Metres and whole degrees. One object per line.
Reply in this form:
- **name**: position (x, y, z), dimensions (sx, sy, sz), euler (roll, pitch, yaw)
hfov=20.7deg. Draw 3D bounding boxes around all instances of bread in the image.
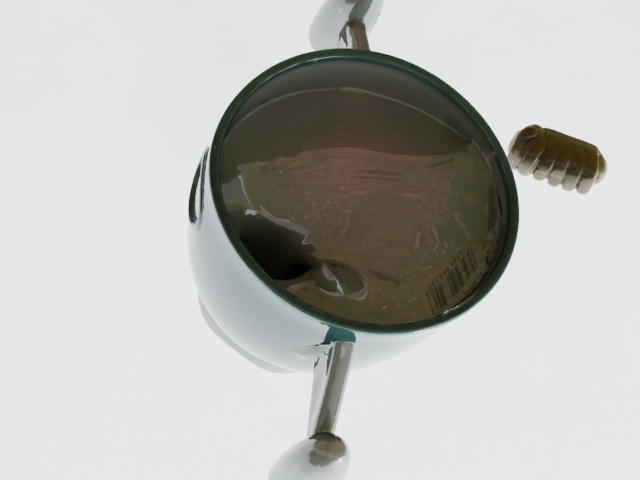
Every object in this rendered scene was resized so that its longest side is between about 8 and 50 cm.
- **bread**: position (0.204, -0.068, 1.507), dimensions (0.088, 0.049, 0.034), euler (22, -151, 0)

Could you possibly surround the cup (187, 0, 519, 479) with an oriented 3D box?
- **cup**: position (0.000, 0.000, 0.968), dimensions (0.167, 0.173, 0.300), euler (11, -111, -14)
